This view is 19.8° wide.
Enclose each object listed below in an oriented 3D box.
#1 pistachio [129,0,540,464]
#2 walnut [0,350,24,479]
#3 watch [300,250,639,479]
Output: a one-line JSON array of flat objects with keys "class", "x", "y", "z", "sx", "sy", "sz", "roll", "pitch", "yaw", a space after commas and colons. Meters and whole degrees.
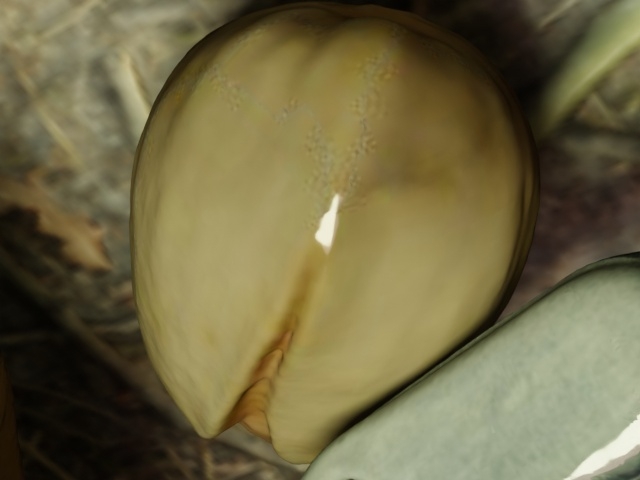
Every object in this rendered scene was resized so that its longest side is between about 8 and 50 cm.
[{"class": "pistachio", "x": 0.000, "y": 0.000, "z": 0.546, "sx": 0.124, "sy": 0.124, "sz": 0.185, "roll": 14, "pitch": 134, "yaw": 1}, {"class": "walnut", "x": -0.217, "y": 0.174, "z": 0.571, "sx": 0.384, "sy": 0.383, "sz": 0.383, "roll": 6, "pitch": 129, "yaw": 8}, {"class": "watch", "x": 0.099, "y": 0.068, "z": 0.565, "sx": 0.206, "sy": 0.068, "sz": 0.193, "roll": -41, "pitch": 150, "yaw": 24}]
